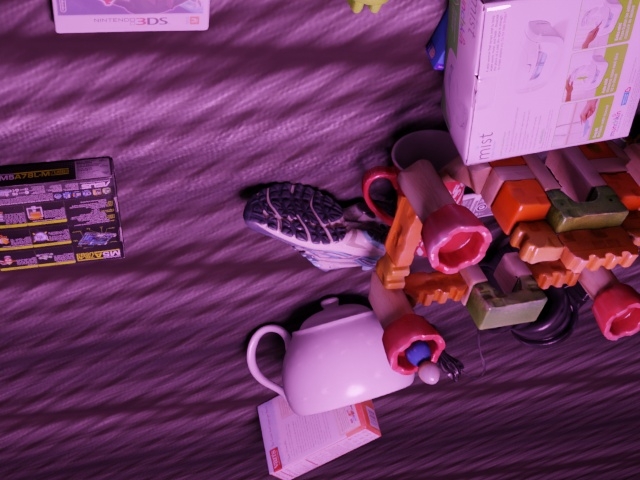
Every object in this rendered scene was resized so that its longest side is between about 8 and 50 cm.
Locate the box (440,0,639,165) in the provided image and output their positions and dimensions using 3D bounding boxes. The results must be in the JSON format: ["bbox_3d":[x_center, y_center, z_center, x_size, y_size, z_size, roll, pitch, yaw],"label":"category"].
[{"bbox_3d":[0.280,-0.237,1.156,0.231,0.127,0.262,-11,142,-4],"label":"box"}]

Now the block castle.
[{"bbox_3d":[0.314,0.035,1.342,0.453,0.213,0.303,-6,136,-21],"label":"block castle"}]

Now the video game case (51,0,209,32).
[{"bbox_3d":[-0.215,-0.321,1.056,0.183,0.023,0.201,-4,141,-13],"label":"video game case"}]

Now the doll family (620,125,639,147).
[{"bbox_3d":[0.535,-0.146,1.474,0.193,0.076,0.111,14,128,-35],"label":"doll family"}]

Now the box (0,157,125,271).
[{"bbox_3d":[-0.384,-0.034,1.344,0.191,0.045,0.184,-7,144,-11],"label":"box"}]

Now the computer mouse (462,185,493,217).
[{"bbox_3d":[0.283,-0.075,1.510,0.193,0.042,0.106,-7,146,-18],"label":"computer mouse"}]

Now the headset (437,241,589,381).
[{"bbox_3d":[0.347,0.099,1.703,0.243,0.185,0.394,21,115,-41],"label":"headset"}]

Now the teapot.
[{"bbox_3d":[0.032,0.195,1.658,0.256,0.187,0.252,-14,173,-28],"label":"teapot"}]

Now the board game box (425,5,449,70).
[{"bbox_3d":[0.252,-0.304,1.206,0.160,0.047,0.210,4,138,-22],"label":"board game box"}]

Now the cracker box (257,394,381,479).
[{"bbox_3d":[-0.006,0.360,1.863,0.232,0.156,0.067,-29,140,19],"label":"cracker box"}]

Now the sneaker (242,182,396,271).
[{"bbox_3d":[0.000,0.000,1.458,0.283,0.110,0.122,12,139,-29],"label":"sneaker"}]

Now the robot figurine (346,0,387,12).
[{"bbox_3d":[0.062,-0.326,1.102,0.101,0.067,0.115,-5,142,-21],"label":"robot figurine"}]

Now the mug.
[{"bbox_3d":[0.148,-0.070,1.409,0.150,0.113,0.169,13,138,19],"label":"mug"}]
